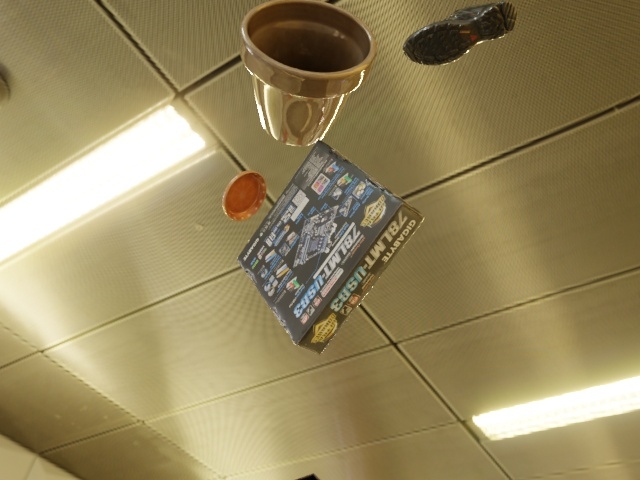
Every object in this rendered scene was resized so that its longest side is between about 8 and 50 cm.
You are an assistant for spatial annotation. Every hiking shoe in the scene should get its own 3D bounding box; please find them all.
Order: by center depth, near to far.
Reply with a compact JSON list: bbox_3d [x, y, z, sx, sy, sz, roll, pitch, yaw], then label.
[{"bbox_3d":[0.279,-0.420,1.214,0.227,0.114,0.086,-15,-67,11],"label":"hiking shoe"}]

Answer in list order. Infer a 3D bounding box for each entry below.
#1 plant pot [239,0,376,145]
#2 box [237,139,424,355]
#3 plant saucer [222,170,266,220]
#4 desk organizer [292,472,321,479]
[{"bbox_3d":[-0.034,-0.323,1.215,0.263,0.262,0.229,9,-39,-2],"label":"plant pot"},{"bbox_3d":[0.000,0.000,1.067,0.073,0.293,0.295,28,-79,-40],"label":"box"},{"bbox_3d":[-0.120,-0.070,0.931,0.013,0.083,0.083,31,-35,35],"label":"plant saucer"},{"bbox_3d":[-0.053,0.316,0.677,0.130,0.047,0.050,-11,-84,-22],"label":"desk organizer"}]
